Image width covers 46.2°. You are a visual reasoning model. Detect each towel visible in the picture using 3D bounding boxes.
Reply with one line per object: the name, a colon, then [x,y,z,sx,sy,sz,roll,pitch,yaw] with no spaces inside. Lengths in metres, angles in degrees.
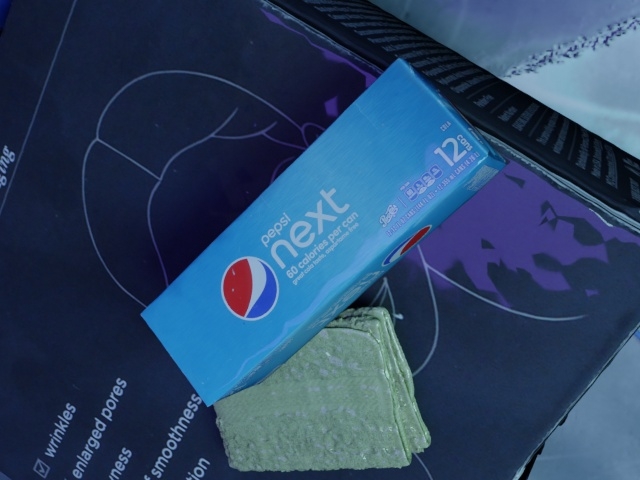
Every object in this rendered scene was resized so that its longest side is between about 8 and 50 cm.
towel: [-0.009,0.102,0.497,0.148,0.027,0.110,-12,100,22]

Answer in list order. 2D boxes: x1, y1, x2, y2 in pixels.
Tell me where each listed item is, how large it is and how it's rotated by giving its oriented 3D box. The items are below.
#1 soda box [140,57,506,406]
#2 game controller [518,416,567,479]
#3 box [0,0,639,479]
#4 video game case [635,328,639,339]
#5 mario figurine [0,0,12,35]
soda box: [0.000,0.000,0.428,0.210,0.067,0.071,-43,76,16]
game controller: [0.162,0.288,0.731,0.067,0.166,0.319,19,112,14]
box: [-0.044,0.034,0.663,0.472,0.297,0.479,33,113,7]
video game case: [0.383,0.071,0.666,0.119,0.015,0.166,47,116,2]
mario figurine: [-0.233,-0.312,0.729,0.198,0.170,0.320,27,132,-11]
